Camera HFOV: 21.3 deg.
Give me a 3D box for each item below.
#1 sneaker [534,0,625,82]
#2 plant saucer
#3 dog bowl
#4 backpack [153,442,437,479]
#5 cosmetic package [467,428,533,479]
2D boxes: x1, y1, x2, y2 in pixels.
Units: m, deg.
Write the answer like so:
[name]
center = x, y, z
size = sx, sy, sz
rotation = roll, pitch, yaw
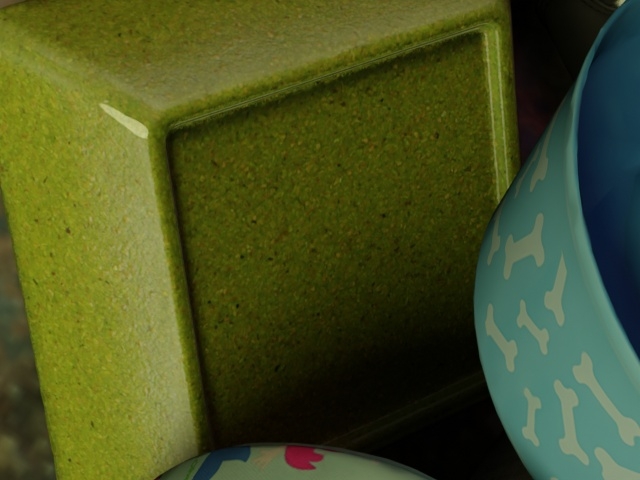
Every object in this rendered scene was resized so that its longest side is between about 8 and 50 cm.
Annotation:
[sneaker]
center = 0.196, -0.150, 0.705
size = 0.296, 0.104, 0.147
rotation = -38, 96, -26
[plant saucer]
center = 0.000, 0.000, 0.538
size = 0.188, 0.045, 0.188
rotation = -21, 117, -29
[dog bowl]
center = 0.172, 0.037, 0.459
size = 0.297, 0.074, 0.166
rotation = 18, 55, -22
[backpack]
center = 0.032, 0.174, 0.448
size = 0.253, 0.225, 0.191
rotation = 36, 58, -3
[cosmetic package]
center = 0.172, 0.095, 0.583
size = 0.184, 0.151, 0.151
rotation = 42, 60, -6
